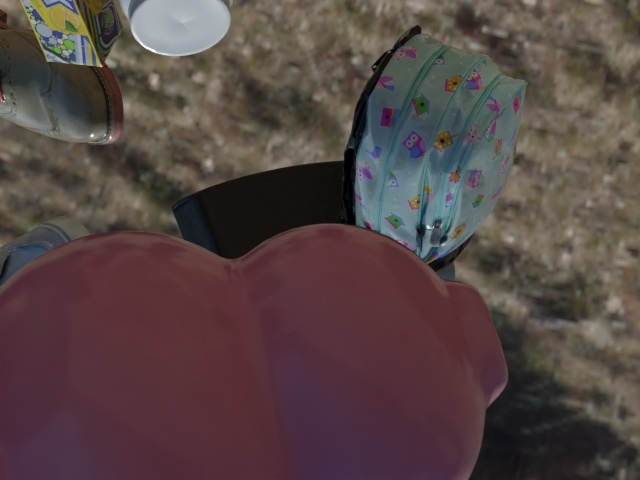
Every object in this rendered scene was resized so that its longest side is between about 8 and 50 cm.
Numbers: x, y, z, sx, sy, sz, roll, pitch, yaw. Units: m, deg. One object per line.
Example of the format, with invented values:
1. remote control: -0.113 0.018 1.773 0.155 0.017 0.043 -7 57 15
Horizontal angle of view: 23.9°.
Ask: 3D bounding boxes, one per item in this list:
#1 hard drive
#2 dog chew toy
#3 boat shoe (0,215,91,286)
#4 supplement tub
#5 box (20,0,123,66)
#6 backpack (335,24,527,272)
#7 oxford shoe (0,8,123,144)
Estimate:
1. hard drive: 0.000 0.000 1.469 0.254 0.172 0.054 -10 151 -27
2. dog chew toy: -0.088 0.090 0.599 0.331 0.207 0.207 -19 145 0
3. boat shoe: -0.253 0.042 1.244 0.227 0.081 0.079 -21 94 54
4. supplement tub: -0.182 -0.343 1.869 0.144 0.200 0.144 -7 147 -4
5. box: -0.227 -0.228 1.301 0.059 0.054 0.169 8 145 18
6. backpack: 0.081 -0.067 1.102 0.115 0.152 0.182 20 143 13
7. oxford shoe: -0.347 -0.169 1.612 0.348 0.130 0.123 23 121 39
